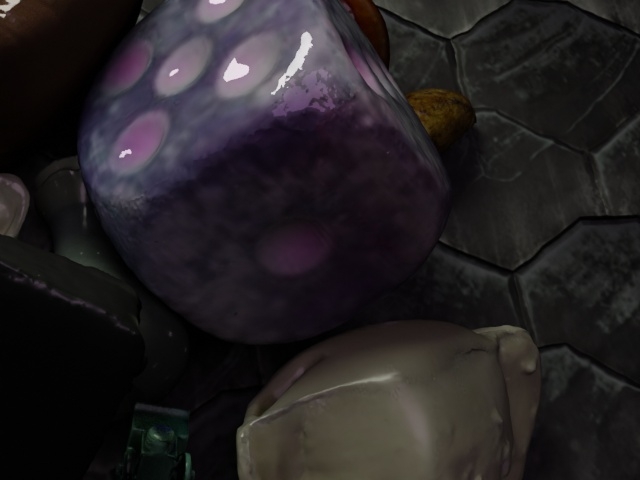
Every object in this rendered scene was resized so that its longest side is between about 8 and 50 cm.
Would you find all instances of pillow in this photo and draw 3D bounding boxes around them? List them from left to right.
[{"bbox_3d":[-0.259,-0.206,0.947,0.108,0.308,0.305,34,61,-7],"label":"pillow"}]

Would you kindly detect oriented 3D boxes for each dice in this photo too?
[{"bbox_3d":[-0.051,-0.083,0.929,0.270,0.270,0.271,44,19,-43],"label":"dice"}]

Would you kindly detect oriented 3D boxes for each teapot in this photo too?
[{"bbox_3d":[-0.224,0.044,0.939,0.183,0.183,0.251,2,57,-18],"label":"teapot"}]

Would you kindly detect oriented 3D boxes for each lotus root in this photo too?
[{"bbox_3d":[0.128,-0.144,1.177,0.190,0.108,0.095,-30,122,-36],"label":"lotus root"}]

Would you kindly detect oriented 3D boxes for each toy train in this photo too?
[{"bbox_3d":[-0.162,0.233,0.887,0.070,0.172,0.099,12,24,-14],"label":"toy train"}]

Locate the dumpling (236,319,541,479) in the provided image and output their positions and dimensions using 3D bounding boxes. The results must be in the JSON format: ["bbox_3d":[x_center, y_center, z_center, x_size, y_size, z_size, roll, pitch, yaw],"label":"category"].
[{"bbox_3d":[0.085,0.235,0.970,0.395,0.233,0.316,-20,107,-39],"label":"dumpling"}]

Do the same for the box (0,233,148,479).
[{"bbox_3d":[-0.348,0.125,0.765,0.350,0.359,0.091,24,23,-17],"label":"box"}]

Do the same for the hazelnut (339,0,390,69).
[{"bbox_3d":[-0.010,-0.239,1.133,0.204,0.178,0.178,20,57,27],"label":"hazelnut"}]

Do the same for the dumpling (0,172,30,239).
[{"bbox_3d":[-0.358,0.005,0.929,0.169,0.100,0.134,-9,85,-9],"label":"dumpling"}]
